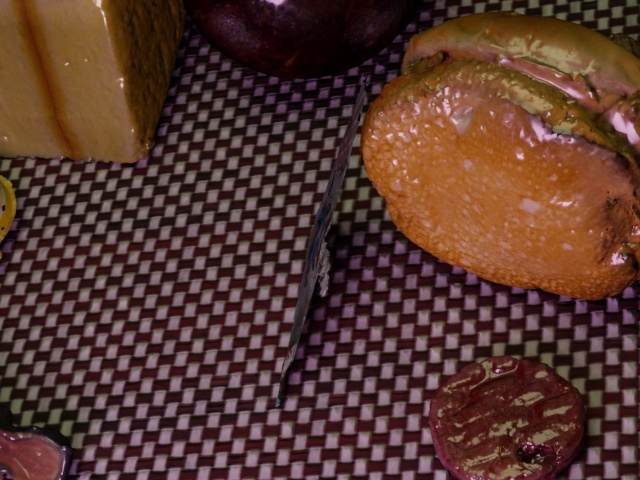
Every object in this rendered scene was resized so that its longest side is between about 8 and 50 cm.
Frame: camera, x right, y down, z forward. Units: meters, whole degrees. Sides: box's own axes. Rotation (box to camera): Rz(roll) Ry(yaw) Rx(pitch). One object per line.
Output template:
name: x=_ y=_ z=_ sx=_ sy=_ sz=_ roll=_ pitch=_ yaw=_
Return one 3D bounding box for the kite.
kite: x=0.000 y=0.000 z=1.771 sx=0.011 sy=0.335 sz=0.314 roll=14 pitch=9 yaw=-5

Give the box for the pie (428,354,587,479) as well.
pie: x=0.172 y=0.170 z=1.681 sx=0.154 sy=0.038 sz=0.153 roll=-11 pitch=45 yaw=11

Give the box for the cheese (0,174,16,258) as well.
cheese: x=-0.429 y=-0.047 z=2.057 sx=0.157 sy=0.064 sz=0.250 roll=-29 pitch=50 yaw=-9

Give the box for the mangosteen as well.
mangosteen: x=-0.020 y=-0.329 z=2.005 sx=0.297 sy=0.293 sz=0.297 roll=-3 pitch=58 yaw=5

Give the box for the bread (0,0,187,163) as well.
bread: x=-0.249 y=-0.289 z=2.146 sx=0.233 sy=0.245 sz=0.361 roll=5 pitch=37 yaw=24

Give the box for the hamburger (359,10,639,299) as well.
hamburger: x=0.202 y=-0.081 z=1.712 sx=0.314 sy=0.290 sz=0.170 roll=11 pitch=55 yaw=32

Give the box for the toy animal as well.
toy animal: x=-0.401 y=0.157 z=1.819 sx=0.343 sy=0.168 sz=0.106 roll=35 pitch=112 yaw=36

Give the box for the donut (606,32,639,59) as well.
donut: x=0.244 y=-0.153 z=1.890 sx=0.187 sy=0.144 sz=0.126 roll=-17 pitch=31 yaw=49
